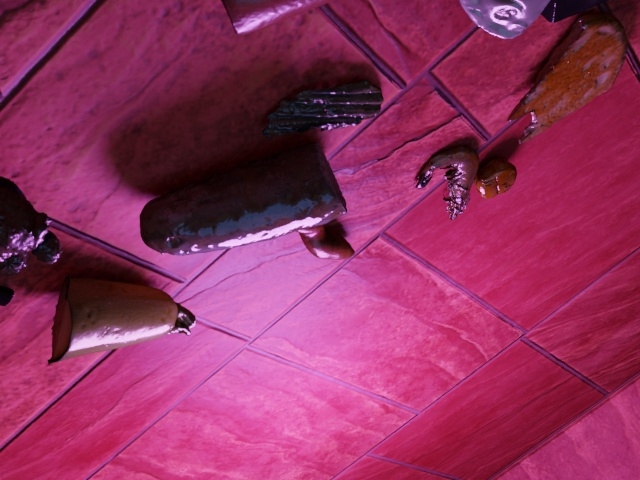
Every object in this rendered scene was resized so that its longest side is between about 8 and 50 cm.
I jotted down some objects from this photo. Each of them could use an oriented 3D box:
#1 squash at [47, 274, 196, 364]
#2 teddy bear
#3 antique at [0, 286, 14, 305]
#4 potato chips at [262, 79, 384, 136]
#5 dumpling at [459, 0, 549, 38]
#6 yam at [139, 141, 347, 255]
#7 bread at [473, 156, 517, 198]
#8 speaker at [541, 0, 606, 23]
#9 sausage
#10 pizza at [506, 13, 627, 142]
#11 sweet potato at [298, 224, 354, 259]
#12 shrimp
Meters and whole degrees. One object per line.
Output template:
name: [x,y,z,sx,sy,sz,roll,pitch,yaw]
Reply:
squash: [-0.323,0.113,1.399,0.287,0.137,0.137,-5,139,-49]
teddy bear: [-0.436,-0.028,1.116,0.182,0.129,0.251,6,170,-35]
antique: [-0.545,0.065,1.251,0.031,0.015,0.192,-44,140,22]
potato chips: [0.009,-0.203,1.290,0.208,0.028,0.092,-10,138,-27]
dumpling: [0.268,-0.395,1.187,0.108,0.153,0.219,-50,157,-62]
yam: [-0.115,-0.058,1.306,0.330,0.133,0.133,-16,142,-12]
bread: [0.323,-0.116,1.583,0.083,0.046,0.081,-13,138,-19]
speaker: [0.442,-0.412,1.311,0.218,0.044,0.082,-22,143,-10]
sausage: [-0.006,-0.345,1.046,0.259,0.113,0.113,-23,143,-6]
pizza: [0.427,-0.273,1.475,0.181,0.034,0.262,17,123,-44]
sweet potato: [0.002,-0.001,1.500,0.055,0.058,0.202,-21,149,24]
shrimp: [0.226,-0.096,1.554,0.124,0.034,0.178,-10,138,-19]
